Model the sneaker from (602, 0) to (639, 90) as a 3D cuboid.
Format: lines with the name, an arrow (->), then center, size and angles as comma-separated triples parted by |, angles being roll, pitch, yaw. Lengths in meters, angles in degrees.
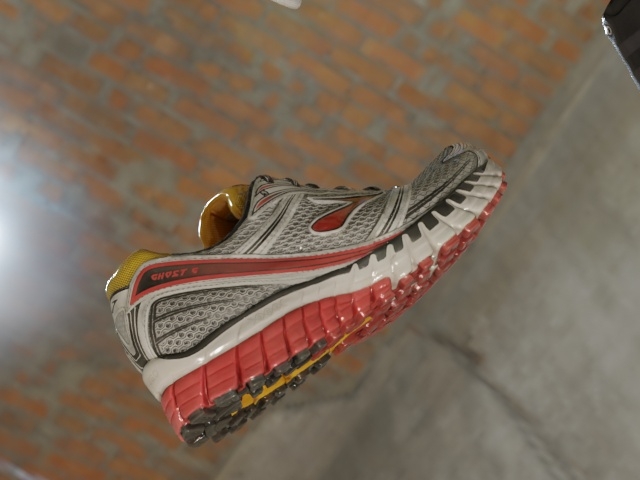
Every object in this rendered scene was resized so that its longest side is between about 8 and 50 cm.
sneaker -> 0.238, -0.131, 1.174 | 0.084, 0.235, 0.097 | -26, -148, -37

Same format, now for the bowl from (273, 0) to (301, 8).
bowl -> -0.117, -0.318, 1.442 | 0.298, 0.134, 0.298 | 29, -172, -4

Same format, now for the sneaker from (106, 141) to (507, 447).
sneaker -> 0.000, 0.000, 0.804 | 0.225, 0.088, 0.093 | -30, -104, -40
